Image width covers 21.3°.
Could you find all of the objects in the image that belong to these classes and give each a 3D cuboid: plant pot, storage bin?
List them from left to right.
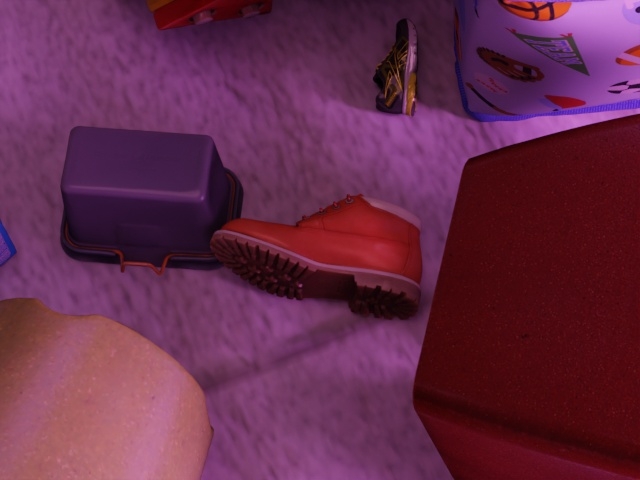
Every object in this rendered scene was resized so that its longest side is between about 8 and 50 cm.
[{"bbox_3d":[-0.194,0.186,1.080,0.276,0.276,0.254,18,56,10],"label":"plant pot"},{"bbox_3d":[-0.131,-0.032,1.251,0.135,0.091,0.098,4,66,5],"label":"storage bin"},{"bbox_3d":[0.205,0.071,1.114,0.235,0.267,0.267,6,65,20],"label":"plant pot"}]

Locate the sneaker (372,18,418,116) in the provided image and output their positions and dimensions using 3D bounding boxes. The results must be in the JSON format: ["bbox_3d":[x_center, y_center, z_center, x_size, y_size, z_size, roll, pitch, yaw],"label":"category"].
[{"bbox_3d":[0.058,-0.136,1.323,0.035,0.031,0.083,0,65,3],"label":"sneaker"}]

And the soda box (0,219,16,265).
[{"bbox_3d":[-0.328,0.038,1.240,0.210,0.067,0.071,-41,70,-15],"label":"soda box"}]

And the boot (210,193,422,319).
[{"bbox_3d":[0.000,0.000,1.249,0.158,0.059,0.085,14,63,-6],"label":"boot"}]

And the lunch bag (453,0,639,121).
[{"bbox_3d":[0.287,-0.216,1.177,0.385,0.328,0.239,-6,81,-1],"label":"lunch bag"}]

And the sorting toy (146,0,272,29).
[{"bbox_3d":[-0.034,-0.240,1.264,0.255,0.257,0.089,-19,83,-6],"label":"sorting toy"}]
